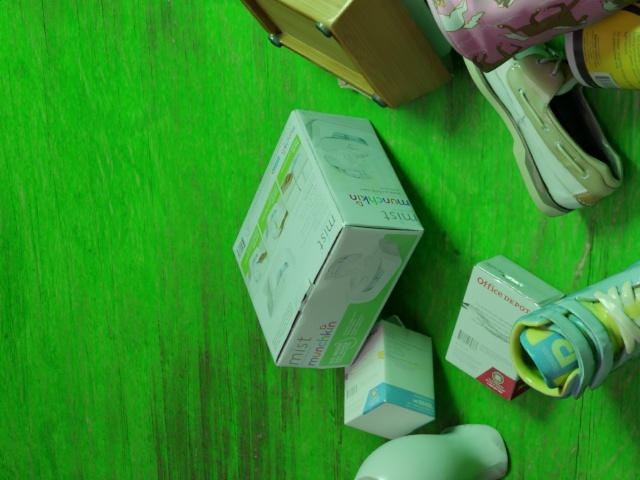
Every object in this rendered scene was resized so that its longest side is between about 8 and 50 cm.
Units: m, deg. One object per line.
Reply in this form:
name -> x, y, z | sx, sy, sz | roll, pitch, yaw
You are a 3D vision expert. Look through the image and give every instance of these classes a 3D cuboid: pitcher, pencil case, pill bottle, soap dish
pitcher -> 0.122, 0.314, 1.781 | 0.178, 0.207, 0.125 | -6, 100, 46
pencil case -> 0.280, -0.321, 1.357 | 0.386, 0.160, 0.167 | -27, 51, 24
pill bottle -> 0.376, -0.217, 1.411 | 0.208, 0.119, 0.119 | 9, 110, 41
soap dish -> 0.006, -0.295, 1.647 | 0.291, 0.229, 0.118 | 35, 84, 38

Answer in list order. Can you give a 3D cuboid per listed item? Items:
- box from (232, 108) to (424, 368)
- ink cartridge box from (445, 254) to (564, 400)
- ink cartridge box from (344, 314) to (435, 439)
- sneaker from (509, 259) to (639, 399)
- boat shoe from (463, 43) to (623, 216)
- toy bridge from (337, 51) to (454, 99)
box -> 0.000, 0.000, 1.782 | 0.262, 0.127, 0.231 | -65, 35, 36
ink cartridge box -> 0.235, 0.110, 1.701 | 0.109, 0.063, 0.150 | 34, 125, 31
ink cartridge box -> 0.094, 0.183, 1.813 | 0.092, 0.090, 0.143 | -37, 41, 44
sneaker -> 0.345, 0.087, 1.485 | 0.319, 0.208, 0.127 | -41, 74, 43
boat shoe -> 0.259, -0.180, 1.551 | 0.103, 0.113, 0.302 | -21, 100, 44
toy bridge -> 0.100, -0.210, 1.743 | 0.188, 0.026, 0.063 | 2, 108, 43
